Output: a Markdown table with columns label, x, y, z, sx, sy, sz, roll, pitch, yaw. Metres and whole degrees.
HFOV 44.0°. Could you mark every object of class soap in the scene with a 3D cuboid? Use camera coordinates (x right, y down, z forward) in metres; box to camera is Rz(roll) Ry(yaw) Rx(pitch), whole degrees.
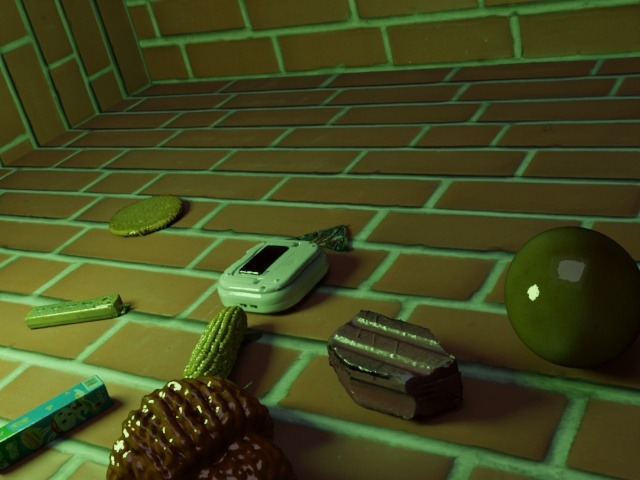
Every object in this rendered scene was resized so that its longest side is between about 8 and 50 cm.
| label | x | y | z | sx | sy | sz | roll | pitch | yaw |
| --- | --- | --- | --- | --- | --- | --- | --- | --- | --- |
| soap | 0.145 | 0.240 | 1.523 | 0.289 | 0.112 | 0.182 | 10 | 36 | 39 |

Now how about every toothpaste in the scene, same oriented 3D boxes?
| label | x | y | z | sx | sy | sz | roll | pitch | yaw |
| --- | --- | --- | --- | --- | --- | --- | --- | --- | --- |
| toothpaste | -0.568 | 0.379 | 1.655 | 0.266 | 0.065 | 0.050 | -29 | 33 | -27 |

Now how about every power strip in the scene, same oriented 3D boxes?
| label | x | y | z | sx | sy | sz | roll | pitch | yaw |
| --- | --- | --- | --- | --- | --- | --- | --- | --- | --- |
| power strip | -0.642 | 0.186 | 2.084 | 0.305 | 0.044 | 0.064 | -8 | 27 | 11 |

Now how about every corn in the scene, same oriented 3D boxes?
| label | x | y | z | sx | sy | sz | roll | pitch | yaw |
| --- | --- | --- | --- | --- | --- | --- | --- | --- | --- |
| corn | -0.221 | 0.237 | 1.729 | 0.101 | 0.101 | 0.292 | -6 | 25 | 16 |

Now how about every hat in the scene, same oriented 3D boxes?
| label | x | y | z | sx | sy | sz | roll | pitch | yaw |
| --- | --- | --- | --- | --- | --- | --- | --- | --- | --- |
| hat | -0.135 | 0.384 | 1.227 | 0.400 | 0.285 | 0.285 | 19 | 42 | 42 |

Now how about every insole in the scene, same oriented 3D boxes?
| label | x | y | z | sx | sy | sz | roll | pitch | yaw |
| --- | --- | --- | --- | --- | --- | --- | --- | --- | --- |
| insole | -0.198 | 0.235 | 1.819 | 0.135 | 0.002 | 0.045 | -17 | 27 | -4 |

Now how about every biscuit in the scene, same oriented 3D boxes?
| label | x | y | z | sx | sy | sz | roll | pitch | yaw |
| --- | --- | --- | --- | --- | --- | --- | --- | --- | --- |
| biscuit | -0.562 | -0.079 | 2.562 | 0.254 | 0.035 | 0.254 | -11 | 28 | 6 |

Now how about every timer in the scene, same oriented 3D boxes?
| label | x | y | z | sx | sy | sz | roll | pitch | yaw |
| --- | --- | --- | --- | --- | --- | --- | --- | --- | --- |
| timer | -0.120 | 0.082 | 1.981 | 0.237 | 0.087 | 0.262 | 5 | 32 | 33 |

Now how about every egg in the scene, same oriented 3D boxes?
| label | x | y | z | sx | sy | sz | roll | pitch | yaw |
| --- | --- | --- | --- | --- | --- | --- | --- | --- | --- |
| egg | 0.472 | 0.098 | 1.485 | 0.250 | 0.250 | 0.322 | -8 | 22 | 11 |

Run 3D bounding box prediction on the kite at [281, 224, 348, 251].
| label | x | y | z | sx | sy | sz | roll | pitch | yaw |
| --- | --- | --- | --- | --- | --- | --- | --- | --- | --- |
| kite | 0.000 | 0.000 | 2.167 | 0.232 | 0.009 | 0.189 | 11 | 37 | 42 |

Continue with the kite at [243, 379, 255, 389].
| label | x | y | z | sx | sy | sz | roll | pitch | yaw |
| --- | --- | --- | --- | --- | --- | --- | --- | --- | --- |
| kite | -0.264 | 0.372 | 1.478 | 0.360 | 0.022 | 0.204 | -34 | -7 | -26 |
